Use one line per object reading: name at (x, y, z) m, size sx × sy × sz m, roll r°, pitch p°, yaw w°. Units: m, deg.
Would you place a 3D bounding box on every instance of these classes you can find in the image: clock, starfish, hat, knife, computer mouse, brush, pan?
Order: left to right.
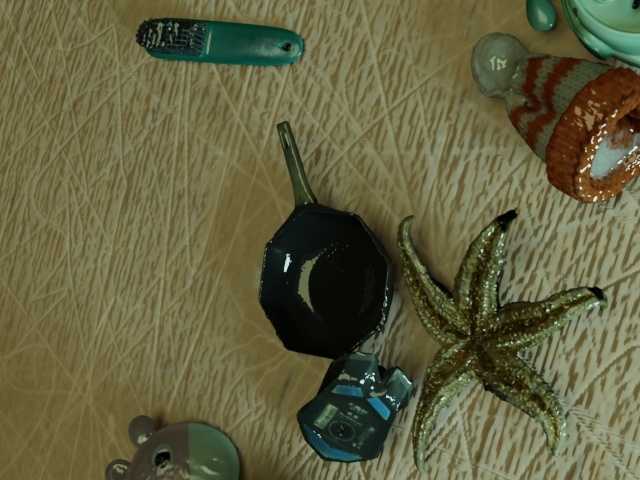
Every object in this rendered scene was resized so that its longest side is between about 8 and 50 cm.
knife at (-0.194, 0.351, 0.820) m, size 0.132 × 0.038 × 0.398 m, roll 15°, pitch 73°, yaw 20°
brush at (-0.105, -0.197, 0.889) m, size 0.193 × 0.032 × 0.043 m, roll 11°, pitch 92°, yaw 30°
pan at (0.015, 0.001, 0.800) m, size 0.128 × 0.048 × 0.201 m, roll 9°, pitch 92°, yaw 27°
computer mouse at (0.030, 0.137, 0.771) m, size 0.079 × 0.047 × 0.135 m, roll 28°, pitch 129°, yaw -2°
starfish at (0.124, 0.083, 0.736) m, size 0.213 × 0.057 × 0.238 m, roll 41°, pitch 120°, yaw 30°
hat at (0.184, -0.112, 0.708) m, size 0.112 × 0.094 × 0.162 m, roll -50°, pitch 48°, yaw 6°
clock at (0.250, -0.202, 0.680) m, size 0.189 × 0.060 × 0.148 m, roll 17°, pitch 95°, yaw 29°
